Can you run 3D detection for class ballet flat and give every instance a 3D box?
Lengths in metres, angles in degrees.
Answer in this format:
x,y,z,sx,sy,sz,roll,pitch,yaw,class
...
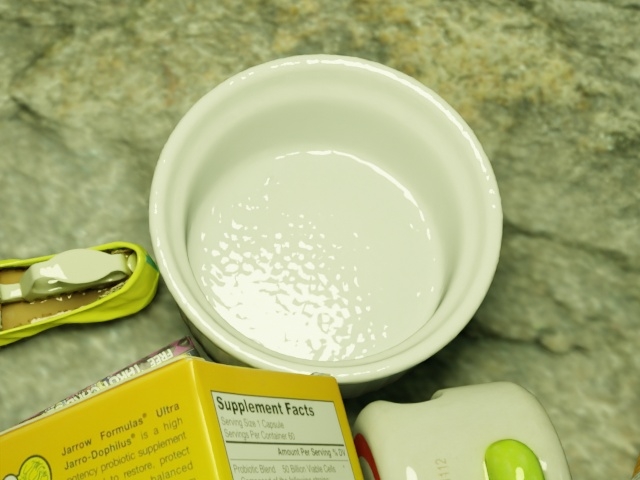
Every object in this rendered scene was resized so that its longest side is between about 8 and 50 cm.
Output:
x,y,z,sx,sy,sz,roll,pitch,yaw,class
-0.246,0.042,1.088,0.231,0.077,0.077,-12,71,-10,ballet flat

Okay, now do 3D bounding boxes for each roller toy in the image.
x,y,z,sx,sy,sz,roll,pitch,yaw,class
0.098,0.209,0.997,0.146,0.209,0.191,-8,29,-9,roller toy

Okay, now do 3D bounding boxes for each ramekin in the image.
x,y,z,sx,sy,sz,roll,pitch,yaw,class
0.000,0.000,1.098,0.277,0.135,0.277,2,68,-5,ramekin

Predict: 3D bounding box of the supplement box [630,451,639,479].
x,y,z,sx,sy,sz,roll,pitch,yaw,class
0.270,0.251,1.057,0.078,0.080,0.233,23,67,5,supplement box

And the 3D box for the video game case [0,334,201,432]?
x,y,z,sx,sy,sz,roll,pitch,yaw,class
-0.155,0.218,1.047,0.232,0.042,0.210,-27,75,-15,video game case

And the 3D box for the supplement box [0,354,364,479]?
x,y,z,sx,sy,sz,roll,pitch,yaw,class
-0.067,0.277,0.871,0.195,0.194,0.356,-24,70,24,supplement box
